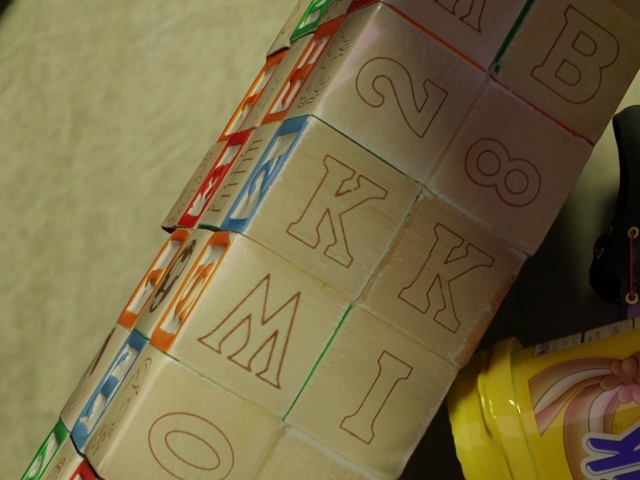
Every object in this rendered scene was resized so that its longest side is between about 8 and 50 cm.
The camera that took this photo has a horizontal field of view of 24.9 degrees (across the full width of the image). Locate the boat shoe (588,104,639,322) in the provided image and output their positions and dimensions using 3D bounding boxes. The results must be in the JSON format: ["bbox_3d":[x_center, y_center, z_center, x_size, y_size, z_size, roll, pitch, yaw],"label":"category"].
[{"bbox_3d":[0.121,0.008,0.544,0.042,0.049,0.133,-7,70,13],"label":"boat shoe"}]

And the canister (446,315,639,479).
[{"bbox_3d":[0.141,0.075,0.471,0.170,0.073,0.126,-18,98,14],"label":"canister"}]

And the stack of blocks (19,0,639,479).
[{"bbox_3d":[0.000,0.000,0.526,0.087,0.171,0.297,32,83,-13],"label":"stack of blocks"}]
